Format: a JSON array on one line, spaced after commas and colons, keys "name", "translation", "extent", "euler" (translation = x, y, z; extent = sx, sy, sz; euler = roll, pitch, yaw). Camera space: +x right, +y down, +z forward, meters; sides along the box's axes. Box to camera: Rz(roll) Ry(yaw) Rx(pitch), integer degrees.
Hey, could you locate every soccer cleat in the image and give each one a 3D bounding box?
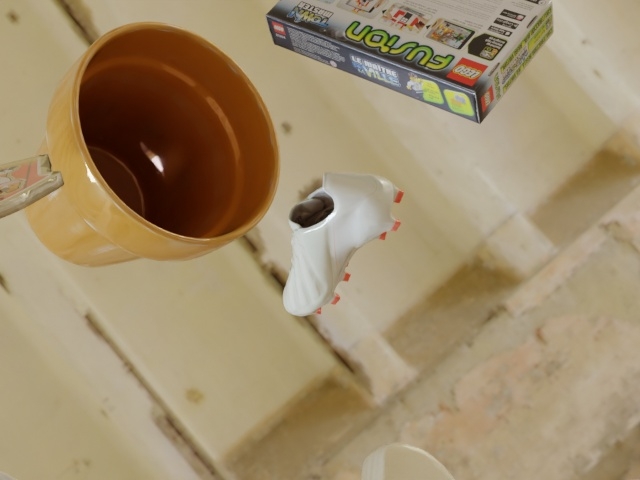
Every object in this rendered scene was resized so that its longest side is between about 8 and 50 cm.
[{"name": "soccer cleat", "translation": [0.000, 0.000, 0.992], "extent": [0.196, 0.076, 0.068], "euler": [128, 155, -51]}]

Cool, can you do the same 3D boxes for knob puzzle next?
[{"name": "knob puzzle", "translation": [-0.276, -0.029, 0.809], "extent": [0.213, 0.030, 0.213], "euler": [-10, 16, 3]}]

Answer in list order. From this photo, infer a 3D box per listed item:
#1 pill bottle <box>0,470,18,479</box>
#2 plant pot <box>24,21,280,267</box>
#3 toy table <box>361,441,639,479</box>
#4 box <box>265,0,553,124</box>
[{"name": "pill bottle", "translation": [-0.268, 0.298, 0.537], "extent": [0.392, 0.224, 0.224], "euler": [-31, -11, -31]}, {"name": "plant pot", "translation": [-0.172, -0.063, 1.054], "extent": [0.188, 0.205, 0.205], "euler": [-28, 5, 46]}, {"name": "toy table", "translation": [0.085, 0.224, 0.475], "extent": [0.252, 0.161, 0.274], "euler": [122, 156, -48]}, {"name": "box", "translation": [0.070, -0.176, 0.948], "extent": [0.114, 0.207, 0.036], "euler": [-50, -32, -23]}]
